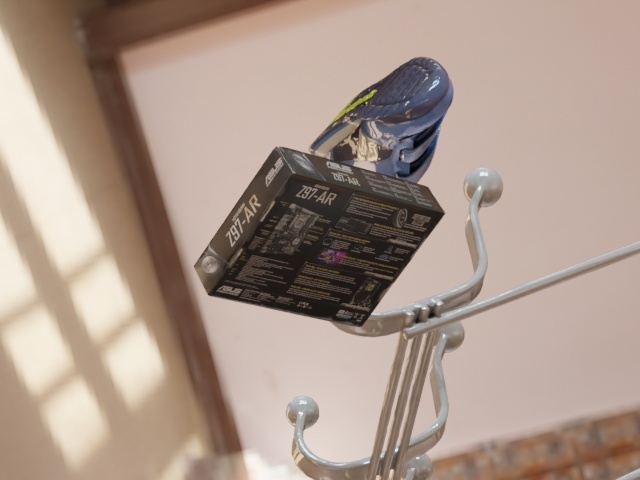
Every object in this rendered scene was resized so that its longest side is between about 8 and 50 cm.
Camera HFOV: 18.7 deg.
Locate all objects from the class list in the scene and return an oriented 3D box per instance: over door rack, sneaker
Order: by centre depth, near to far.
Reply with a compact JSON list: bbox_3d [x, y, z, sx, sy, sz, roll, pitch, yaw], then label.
[{"bbox_3d":[0.127,0.074,1.081,0.108,0.324,0.240,-120,-150,-42],"label":"over door rack"},{"bbox_3d":[0.046,-0.061,1.097,0.059,0.053,0.144,47,-20,-7],"label":"sneaker"}]

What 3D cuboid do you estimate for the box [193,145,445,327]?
[{"bbox_3d":[0.000,0.000,0.788,0.083,0.067,0.018,13,33,-38],"label":"box"}]
